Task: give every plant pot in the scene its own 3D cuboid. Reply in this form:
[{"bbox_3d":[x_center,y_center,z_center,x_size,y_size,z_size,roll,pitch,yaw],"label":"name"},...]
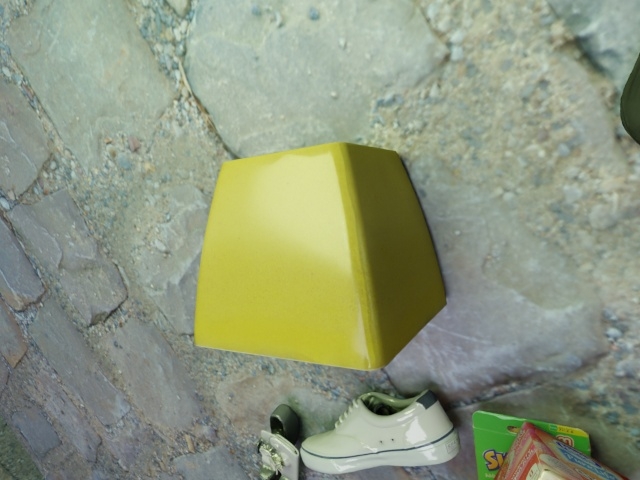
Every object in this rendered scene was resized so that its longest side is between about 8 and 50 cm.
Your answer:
[{"bbox_3d":[0.000,0.000,0.448,0.212,0.212,0.187,-3,96,32],"label":"plant pot"}]

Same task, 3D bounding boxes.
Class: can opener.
[{"bbox_3d":[-0.062,0.408,0.728,0.074,0.093,0.280,22,128,24],"label":"can opener"}]

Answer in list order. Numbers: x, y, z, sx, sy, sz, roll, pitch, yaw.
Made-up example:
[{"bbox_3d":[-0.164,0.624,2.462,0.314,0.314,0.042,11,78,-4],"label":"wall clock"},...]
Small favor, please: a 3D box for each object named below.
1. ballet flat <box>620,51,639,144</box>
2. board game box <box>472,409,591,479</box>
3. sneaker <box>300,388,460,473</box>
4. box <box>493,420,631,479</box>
[{"bbox_3d":[0.281,-0.191,0.254,0.095,0.096,0.280,15,117,25],"label":"ballet flat"},{"bbox_3d":[0.268,0.325,0.518,0.124,0.039,0.259,-1,111,31],"label":"board game box"},{"bbox_3d":[0.070,0.268,0.591,0.258,0.094,0.091,-26,77,32],"label":"sneaker"},{"bbox_3d":[0.203,0.358,0.388,0.142,0.154,0.299,27,92,21],"label":"box"}]
